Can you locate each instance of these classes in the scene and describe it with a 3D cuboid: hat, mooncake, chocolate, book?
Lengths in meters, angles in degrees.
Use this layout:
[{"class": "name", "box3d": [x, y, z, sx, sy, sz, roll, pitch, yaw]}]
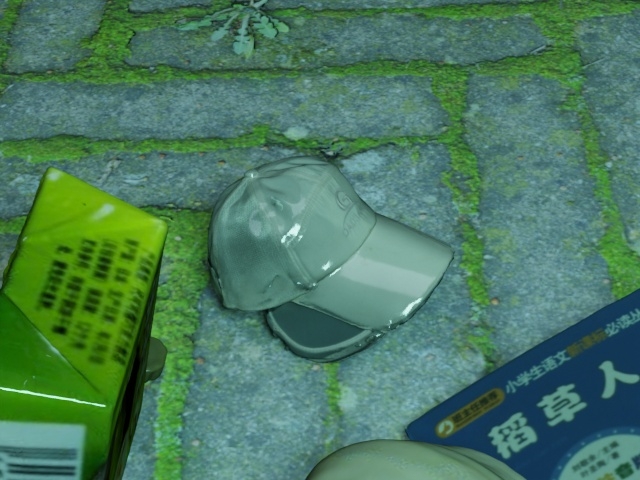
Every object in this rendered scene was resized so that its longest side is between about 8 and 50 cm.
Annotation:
[{"class": "hat", "box3d": [0.008, 0.005, 1.522, 0.275, 0.161, 0.232, 18, 47, 18]}, {"class": "mooncake", "box3d": [-0.333, 0.090, 1.509, 0.346, 0.057, 0.150, 23, 33, 32]}, {"class": "chocolate", "box3d": [-0.238, 0.139, 1.265, 0.137, 0.301, 0.289, 12, 40, -3]}, {"class": "book", "box3d": [0.279, 0.242, 1.219, 0.300, 0.039, 0.428, -32, 42, 3]}]

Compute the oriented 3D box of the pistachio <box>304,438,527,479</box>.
[{"class": "pistachio", "box3d": [0.113, 0.285, 1.123, 0.226, 0.208, 0.332, -32, 46, -24]}]
